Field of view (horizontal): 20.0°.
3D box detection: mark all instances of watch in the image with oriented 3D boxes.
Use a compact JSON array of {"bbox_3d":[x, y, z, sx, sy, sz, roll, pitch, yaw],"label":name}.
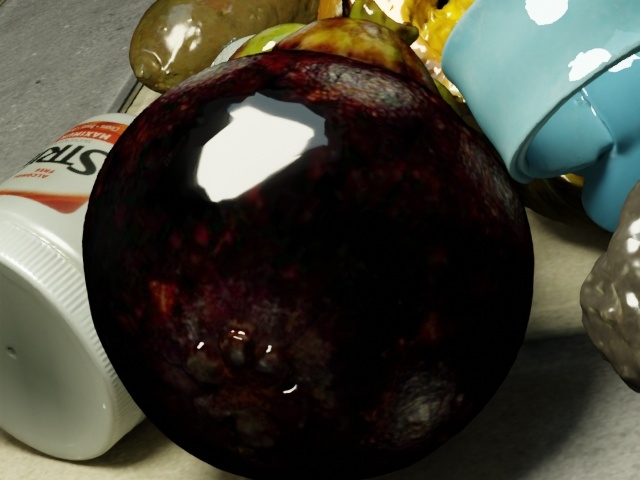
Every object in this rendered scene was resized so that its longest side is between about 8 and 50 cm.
[{"bbox_3d":[0.179,-0.121,1.123,0.211,0.211,0.193,-12,-15,16],"label":"watch"}]

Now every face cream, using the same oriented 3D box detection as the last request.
[{"bbox_3d":[-0.168,0.031,1.351,0.201,0.201,0.187,5,36,41],"label":"face cream"}]

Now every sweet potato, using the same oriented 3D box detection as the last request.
[{"bbox_3d":[-0.034,-0.249,1.882,0.422,0.130,0.130,-27,26,-31],"label":"sweet potato"}]

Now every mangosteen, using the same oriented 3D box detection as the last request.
[{"bbox_3d":[-0.012,0.008,1.184,0.297,0.297,0.313,-21,23,0],"label":"mangosteen"}]

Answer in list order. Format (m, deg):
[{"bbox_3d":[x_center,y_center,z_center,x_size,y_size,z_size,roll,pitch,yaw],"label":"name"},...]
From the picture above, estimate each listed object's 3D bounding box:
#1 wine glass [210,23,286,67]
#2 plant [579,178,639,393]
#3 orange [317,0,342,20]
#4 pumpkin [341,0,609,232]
[{"bbox_3d":[-0.025,-0.063,1.492,0.165,0.165,0.196,-16,34,10],"label":"wine glass"},{"bbox_3d":[0.275,0.049,1.033,0.234,0.204,0.178,36,99,45],"label":"plant"},{"bbox_3d":[0.145,-0.230,1.583,0.310,0.274,0.274,-54,12,29],"label":"orange"},{"bbox_3d":[0.193,-0.144,1.352,0.325,0.232,0.242,38,94,25],"label":"pumpkin"}]
